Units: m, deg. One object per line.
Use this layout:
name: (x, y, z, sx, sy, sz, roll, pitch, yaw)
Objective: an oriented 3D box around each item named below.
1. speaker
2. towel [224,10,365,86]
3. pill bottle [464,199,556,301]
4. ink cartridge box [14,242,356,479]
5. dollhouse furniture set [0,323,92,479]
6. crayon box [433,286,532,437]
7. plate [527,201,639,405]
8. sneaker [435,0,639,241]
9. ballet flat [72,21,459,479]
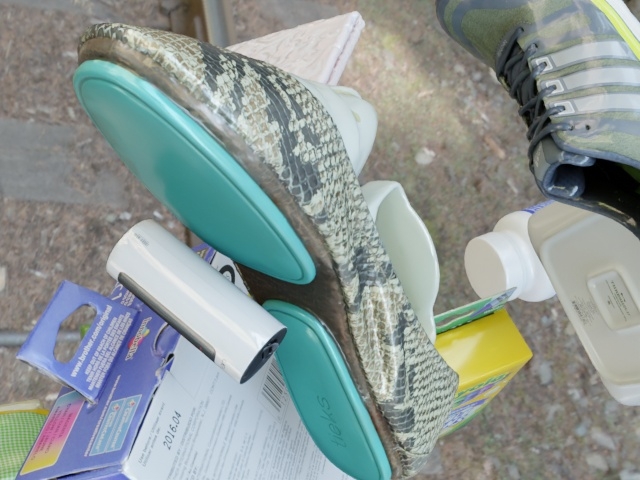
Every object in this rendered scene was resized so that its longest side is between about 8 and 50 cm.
speaker: (-0.091, 0.044, 0.607, 0.136, 0.055, 0.055, 38, 50, 11)
towel: (-0.109, -0.253, 1.412, 0.053, 0.331, 0.317, 53, 45, -38)
pill bottle: (0.379, 0.013, 1.351, 0.272, 0.152, 0.152, -17, 73, -22)
ink cartridge box: (-0.109, 0.192, 0.801, 0.395, 0.151, 0.270, 54, 32, -30)
dollhouse furniture set: (-0.357, 0.226, 1.098, 0.301, 0.197, 0.151, -6, 110, -26)
crayon box: (0.149, 0.201, 1.118, 0.203, 0.323, 0.083, -17, 62, -21)
plate: (0.355, 0.062, 0.948, 0.045, 0.278, 0.277, -23, 82, -19)
sneaker: (0.186, -0.102, 0.596, 0.121, 0.111, 0.300, -35, 63, -20)
ballet flat: (0.000, 0.000, 0.633, 0.182, 0.164, 0.483, -50, 133, -25)
